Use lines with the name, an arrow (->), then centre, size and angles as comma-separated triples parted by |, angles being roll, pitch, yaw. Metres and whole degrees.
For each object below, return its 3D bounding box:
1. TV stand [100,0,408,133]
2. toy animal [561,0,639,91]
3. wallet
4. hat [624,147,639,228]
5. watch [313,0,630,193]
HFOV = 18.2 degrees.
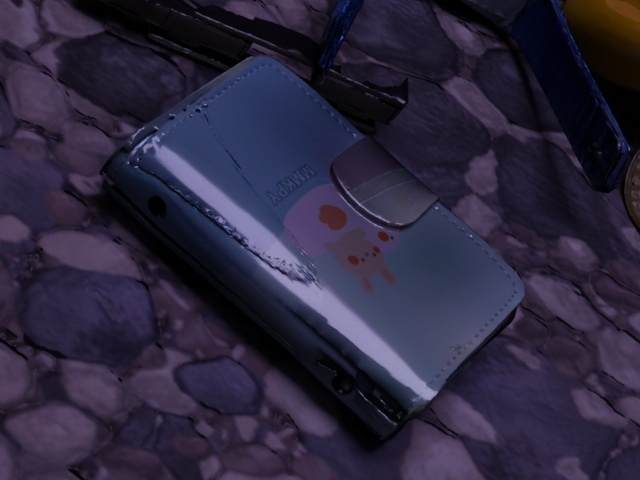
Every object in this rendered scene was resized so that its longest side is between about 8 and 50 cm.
TV stand -> -0.055, -0.141, 1.426 | 0.249, 0.042, 0.036 | 22, 42, -17
toy animal -> 0.389, -0.228, 1.639 | 0.345, 0.246, 0.277 | 1, 13, -40
wallet -> 0.000, 0.000, 1.288 | 0.250, 0.075, 0.176 | 42, 41, 7
hat -> 0.315, -0.026, 1.579 | 0.146, 0.067, 0.146 | -7, 53, 10
watch -> 0.087, -0.170, 1.514 | 0.276, 0.068, 0.274 | 22, 34, -28
